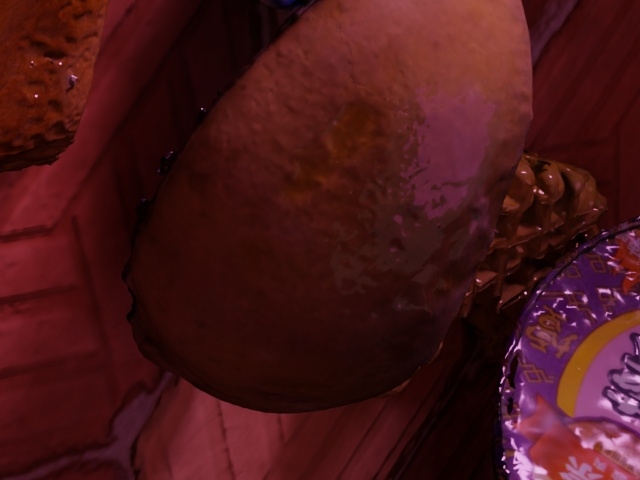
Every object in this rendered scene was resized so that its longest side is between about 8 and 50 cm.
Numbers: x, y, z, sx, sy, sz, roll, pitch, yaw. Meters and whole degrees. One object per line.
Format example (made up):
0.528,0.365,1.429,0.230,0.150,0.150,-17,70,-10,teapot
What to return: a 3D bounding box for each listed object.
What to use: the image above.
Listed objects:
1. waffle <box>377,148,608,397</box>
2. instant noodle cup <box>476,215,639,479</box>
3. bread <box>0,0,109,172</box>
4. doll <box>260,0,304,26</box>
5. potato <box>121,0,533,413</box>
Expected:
0.084,0.017,1.059,0.149,0.051,0.194,-58,154,12,waffle
0.223,0.183,1.121,0.340,0.340,0.266,-39,163,-30,instant noodle cup
-0.118,-0.075,0.715,0.126,0.044,0.129,-4,115,-54,bread
0.008,-0.123,0.831,0.195,0.070,0.096,15,72,-60,doll
0.002,0.000,0.816,0.120,0.100,0.261,-9,141,-47,potato
